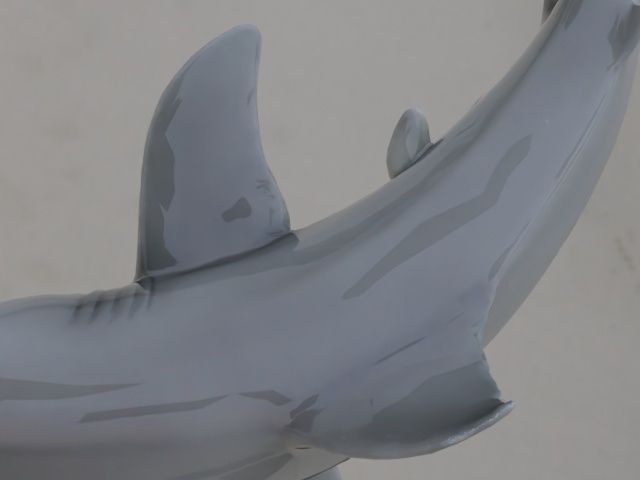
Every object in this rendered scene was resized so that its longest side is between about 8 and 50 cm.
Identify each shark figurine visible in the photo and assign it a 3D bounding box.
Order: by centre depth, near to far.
[{"bbox_3d":[0.028,-0.006,0.444,0.278,0.116,0.166,-46,113,-1],"label":"shark figurine"}]
